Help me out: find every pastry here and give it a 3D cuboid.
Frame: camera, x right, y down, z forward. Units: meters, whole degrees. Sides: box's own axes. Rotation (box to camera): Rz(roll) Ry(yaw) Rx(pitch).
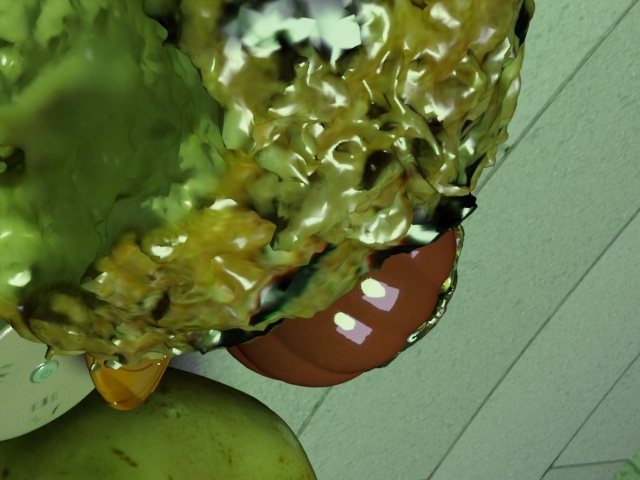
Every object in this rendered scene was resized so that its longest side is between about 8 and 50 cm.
[{"bbox_3d":[-0.039,-0.096,0.840,0.337,0.292,0.405,-21,161,-46],"label":"pastry"}]

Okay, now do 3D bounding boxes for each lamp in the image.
[{"bbox_3d":[0.000,0.000,1.143,0.227,0.227,0.227,-32,151,-20],"label":"lamp"}]

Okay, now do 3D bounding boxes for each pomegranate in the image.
[{"bbox_3d":[-0.127,0.248,1.206,0.319,0.319,0.319,-32,151,-20],"label":"pomegranate"}]

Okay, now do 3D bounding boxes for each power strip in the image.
[{"bbox_3d":[-0.221,0.071,1.086,0.154,0.078,0.154,-32,152,-20],"label":"power strip"}]

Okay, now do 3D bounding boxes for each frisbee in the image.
[{"bbox_3d":[-0.122,0.028,1.082,0.192,0.035,0.192,6,90,-76],"label":"frisbee"}]
